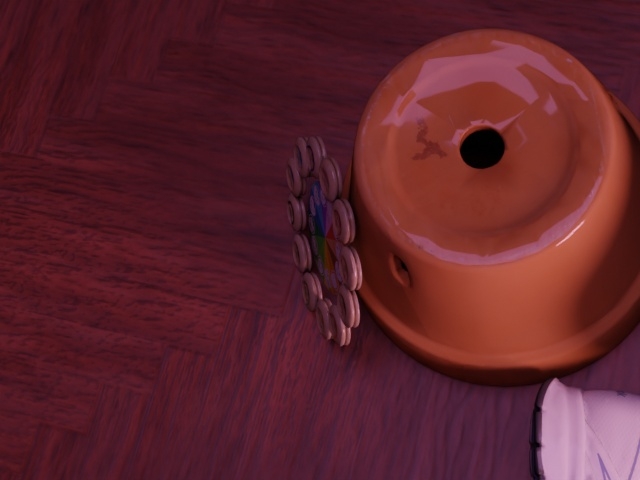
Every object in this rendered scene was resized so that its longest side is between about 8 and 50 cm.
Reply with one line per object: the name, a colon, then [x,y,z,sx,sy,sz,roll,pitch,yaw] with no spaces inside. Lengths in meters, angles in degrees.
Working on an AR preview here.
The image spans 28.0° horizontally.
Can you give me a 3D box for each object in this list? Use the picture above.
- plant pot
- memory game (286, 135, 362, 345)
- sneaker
plant pot: [0.144,-0.041,1.060,0.291,0.203,0.291,-4,72,12]
memory game: [0.000,0.000,1.100,0.012,0.186,0.186,-9,68,-16]
sneaker: [0.229,0.252,0.998,0.129,0.111,0.297,0,73,8]
